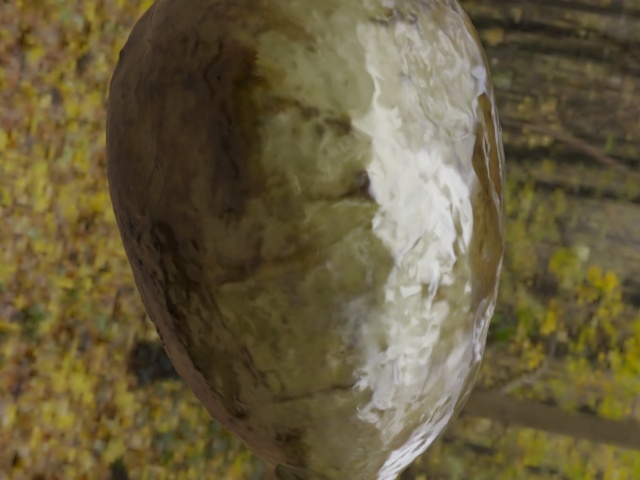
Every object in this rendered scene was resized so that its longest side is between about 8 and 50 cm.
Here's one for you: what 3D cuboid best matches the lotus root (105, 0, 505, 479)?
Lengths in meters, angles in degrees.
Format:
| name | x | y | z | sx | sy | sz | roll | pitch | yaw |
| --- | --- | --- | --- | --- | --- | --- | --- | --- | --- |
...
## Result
| name | x | y | z | sx | sy | sz | roll | pitch | yaw |
| --- | --- | --- | --- | --- | --- | --- | --- | --- | --- |
| lotus root | 0.000 | 0.000 | 0.459 | 0.138 | 0.138 | 0.214 | -59 | 143 | -80 |
